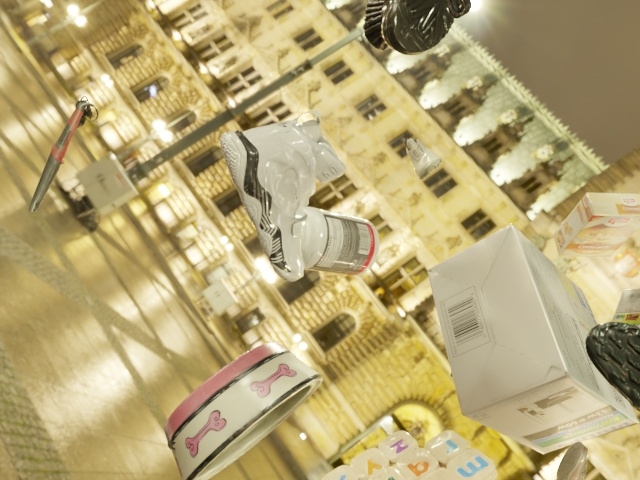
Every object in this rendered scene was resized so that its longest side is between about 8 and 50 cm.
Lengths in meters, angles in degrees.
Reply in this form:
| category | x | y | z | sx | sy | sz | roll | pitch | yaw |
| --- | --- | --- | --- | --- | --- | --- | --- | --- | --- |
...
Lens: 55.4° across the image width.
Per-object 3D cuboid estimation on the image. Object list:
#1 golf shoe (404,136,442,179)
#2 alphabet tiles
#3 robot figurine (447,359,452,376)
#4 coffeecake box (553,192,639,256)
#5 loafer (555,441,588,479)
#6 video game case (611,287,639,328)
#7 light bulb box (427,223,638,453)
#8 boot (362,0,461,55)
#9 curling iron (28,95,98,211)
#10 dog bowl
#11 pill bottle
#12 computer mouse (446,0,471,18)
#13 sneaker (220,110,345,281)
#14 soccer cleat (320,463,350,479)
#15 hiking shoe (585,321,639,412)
| category | x | y | z | sx | sy | sz | roll | pitch | yaw |
| --- | --- | --- | --- | --- | --- | --- | --- | --- | --- |
| golf shoe | 0.230 | -0.199 | 1.433 | 0.086 | 0.069 | 0.176 | 45 | 10 | -13 |
| alphabet tiles | 0.114 | 0.383 | 0.902 | 0.021 | 0.284 | 0.278 | 67 | -15 | -13 |
| robot figurine | 0.369 | 0.312 | 1.515 | 0.101 | 0.115 | 0.067 | 38 | -55 | 23 |
| coffeecake box | 0.678 | -0.035 | 1.482 | 0.185 | 0.143 | 0.068 | 101 | -12 | -57 |
| loafer | 0.428 | 0.408 | 1.040 | 0.039 | 0.125 | 0.045 | 33 | -13 | -6 |
| video game case | 0.764 | 0.186 | 1.379 | 0.026 | 0.206 | 0.227 | 43 | -27 | -16 |
| light bulb box | 0.450 | 0.222 | 1.312 | 0.361 | 0.225 | 0.357 | 34 | 37 | -38 |
| boot | 0.178 | -0.501 | 1.378 | 0.260 | 0.348 | 0.131 | -9 | -54 | 50 |
| curling iron | -0.550 | -0.180 | 1.299 | 0.035 | 0.274 | 0.068 | 28 | 2 | 12 |
| dog bowl | -0.194 | 0.407 | 1.472 | 0.150 | 0.408 | 0.408 | 49 | -11 | 16 |
| pill bottle | 0.000 | 0.000 | 1.721 | 0.319 | 0.176 | 0.176 | 10 | 25 | -40 |
| computer mouse | 0.227 | -0.377 | 0.780 | 0.193 | 0.042 | 0.106 | -20 | -74 | 47 |
| sneaker | -0.046 | -0.085 | 1.236 | 0.137 | 0.210 | 0.365 | -118 | -174 | -56 |
| soccer cleat | 0.035 | 0.581 | 1.468 | 0.072 | 0.179 | 0.060 | 26 | 31 | -46 |
| hiking shoe | 0.525 | 0.246 | 0.941 | 0.304 | 0.113 | 0.132 | 39 | -18 | 7 |
